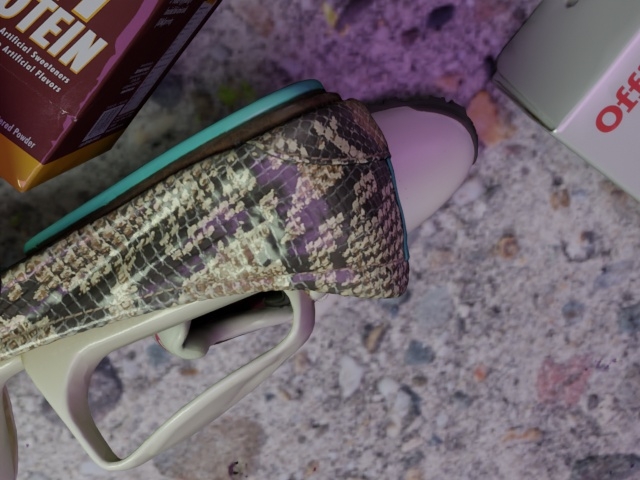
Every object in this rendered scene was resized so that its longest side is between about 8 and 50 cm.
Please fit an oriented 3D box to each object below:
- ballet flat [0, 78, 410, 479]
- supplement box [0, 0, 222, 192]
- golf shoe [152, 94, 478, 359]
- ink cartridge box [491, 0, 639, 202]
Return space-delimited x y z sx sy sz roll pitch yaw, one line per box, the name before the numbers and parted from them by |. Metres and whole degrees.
ballet flat | -0.171 0.064 0.827 0.482 0.164 0.182 -20 90 11
supplement box | -0.135 -0.153 0.757 0.129 0.191 0.194 38 102 -2
golf shoe | 0.000 0.000 0.938 0.273 0.120 0.105 -30 119 -1
ink cartridge box | 0.301 -0.103 0.967 0.289 0.121 0.211 32 104 -27
